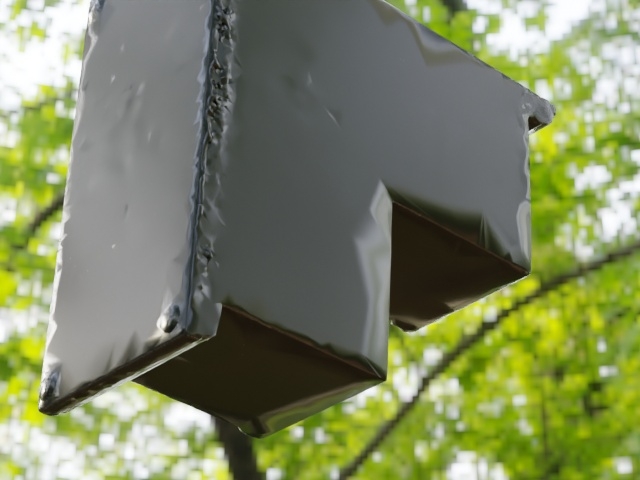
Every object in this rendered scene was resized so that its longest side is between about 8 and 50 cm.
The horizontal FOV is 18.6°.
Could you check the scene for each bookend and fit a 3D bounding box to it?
[{"bbox_3d":[0.000,0.000,0.636,0.157,0.156,0.072,26,-39,-34],"label":"bookend"}]
